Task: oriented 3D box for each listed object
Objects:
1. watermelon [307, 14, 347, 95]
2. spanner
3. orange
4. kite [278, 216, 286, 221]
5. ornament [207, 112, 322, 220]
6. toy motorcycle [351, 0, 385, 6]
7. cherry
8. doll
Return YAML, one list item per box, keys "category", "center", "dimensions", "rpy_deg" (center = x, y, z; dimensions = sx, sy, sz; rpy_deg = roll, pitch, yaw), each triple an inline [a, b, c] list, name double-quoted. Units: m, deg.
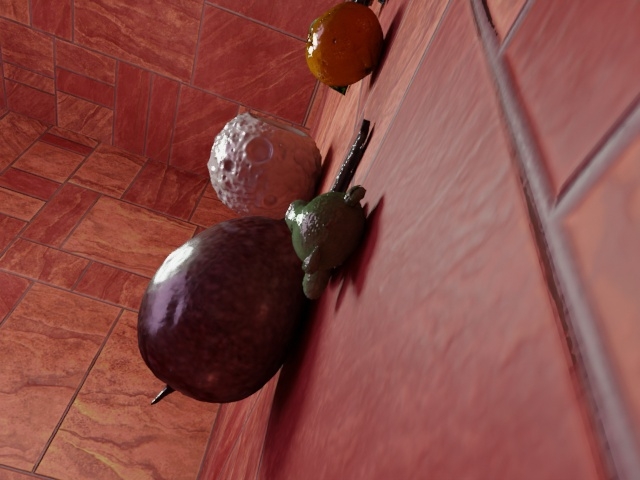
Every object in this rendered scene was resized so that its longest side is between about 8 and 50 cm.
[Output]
- category: "watermelon"
  center: [0.030, -0.470, 1.221]
  dimensions: [0.137, 0.145, 0.193]
  rpy_deg: [-74, 5, -60]
- category: "spanner"
  center: [0.007, -0.039, 0.744]
  dimensions: [0.093, 0.026, 0.325]
  rpy_deg: [-77, 11, -47]
- category: "orange"
  center: [0.039, -0.307, 0.812]
  dimensions: [0.136, 0.117, 0.135]
  rpy_deg: [-27, -1, 0]
- category: "kite"
  center: [-0.063, 0.007, 0.856]
  dimensions: [0.229, 0.127, 0.016]
  rpy_deg: [67, 178, -75]
- category: "ornament"
  center: [-0.127, -0.159, 1.164]
  dimensions: [0.259, 0.259, 0.225]
  rpy_deg: [-95, 26, -74]
- category: "toy motorcycle"
  center: [0.118, -0.559, 0.982]
  dimensions: [0.298, 0.089, 0.171]
  rpy_deg: [146, 143, -80]
- category: "cherry"
  center: [-0.117, 0.085, 0.670]
  dimensions: [0.300, 0.203, 0.230]
  rpy_deg: [-51, -4, -13]
- category: "doll"
  center: [0.000, 0.000, 0.511]
  dimensions: [0.115, 0.078, 0.150]
  rpy_deg: [-62, -7, -15]
